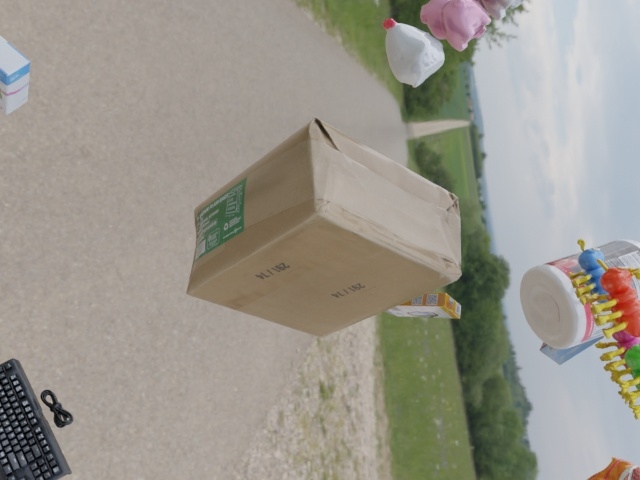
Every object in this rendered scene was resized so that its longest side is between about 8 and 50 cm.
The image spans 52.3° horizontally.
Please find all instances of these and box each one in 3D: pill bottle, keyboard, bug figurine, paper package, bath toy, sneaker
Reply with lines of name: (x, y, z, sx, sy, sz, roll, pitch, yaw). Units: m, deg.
pill bottle: (0.594, 0.097, 1.351, 0.176, 0.319, 0.176, 165, -90, -73)
keyboard: (-0.386, 0.237, 0.852, 0.180, 0.108, 0.023, 53, -28, 22)
bug figurine: (0.405, 0.109, 0.883, 0.279, 0.072, 0.216, -27, 97, -75)
paper package: (0.000, 0.000, 1.027, 0.310, 0.325, 0.168, 24, 52, -35)
bath toy: (0.251, -0.421, 1.186, 0.129, 0.348, 0.151, 50, -7, 3)
sneaker: (0.471, 0.439, 1.104, 0.067, 0.175, 0.064, 3, -59, 64)

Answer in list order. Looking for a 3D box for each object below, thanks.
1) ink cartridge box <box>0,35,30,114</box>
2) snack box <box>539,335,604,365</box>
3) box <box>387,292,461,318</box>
ink cartridge box: (-0.543, -0.282, 1.097, 0.052, 0.088, 0.122, -52, -174, -32)
snack box: (0.635, 0.180, 1.578, 0.207, 0.070, 0.174, -47, 172, -37)
box: (0.170, 0.114, 1.152, 0.081, 0.136, 0.028, 36, 60, -54)
